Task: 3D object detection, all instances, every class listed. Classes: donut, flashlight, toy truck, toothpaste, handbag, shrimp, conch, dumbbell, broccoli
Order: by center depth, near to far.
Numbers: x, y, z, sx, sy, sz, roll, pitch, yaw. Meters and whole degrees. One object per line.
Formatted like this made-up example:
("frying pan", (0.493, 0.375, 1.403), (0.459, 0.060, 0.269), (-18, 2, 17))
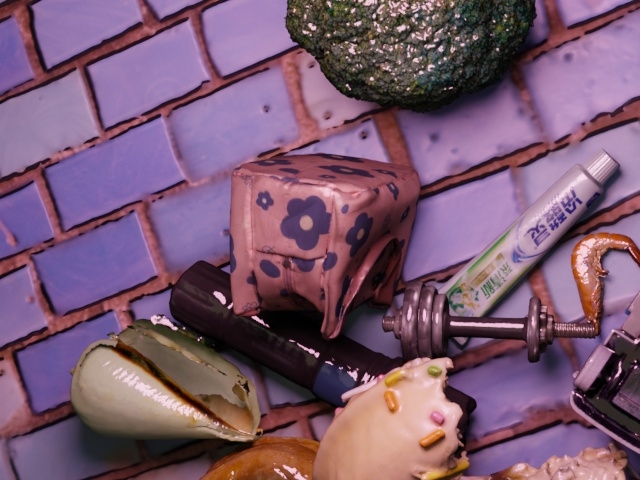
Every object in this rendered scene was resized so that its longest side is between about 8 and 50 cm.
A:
("toy truck", (0.433, 0.064, 1.436), (0.146, 0.175, 0.367), (34, 98, 13))
("donut", (0.158, 0.305, 1.447), (0.371, 0.150, 0.307), (29, 118, -25))
("broccoli", (0.098, -0.292, 1.480), (0.298, 0.297, 0.297), (-18, 61, 14))
("dumbbell", (0.200, 0.106, 1.514), (0.254, 0.110, 0.110), (2, 91, 12))
("handbag", (0.000, 0.000, 1.516), (0.190, 0.251, 0.193), (8, 102, 21))
("shrimp", (0.350, 0.053, 1.534), (0.091, 0.025, 0.127), (0, 88, 13))
("toothpaste", (0.250, 0.003, 1.552), (0.075, 0.048, 0.297), (45, 104, 4))
("donut", (-0.075, 0.366, 1.592), (0.261, 0.128, 0.208), (-43, 80, 9))
("flashlight", (-0.006, 0.152, 1.596), (0.424, 0.103, 0.103), (27, 97, 15))
("conch", (-0.201, 0.180, 1.617), (0.251, 0.137, 0.143), (-6, 54, 16))
